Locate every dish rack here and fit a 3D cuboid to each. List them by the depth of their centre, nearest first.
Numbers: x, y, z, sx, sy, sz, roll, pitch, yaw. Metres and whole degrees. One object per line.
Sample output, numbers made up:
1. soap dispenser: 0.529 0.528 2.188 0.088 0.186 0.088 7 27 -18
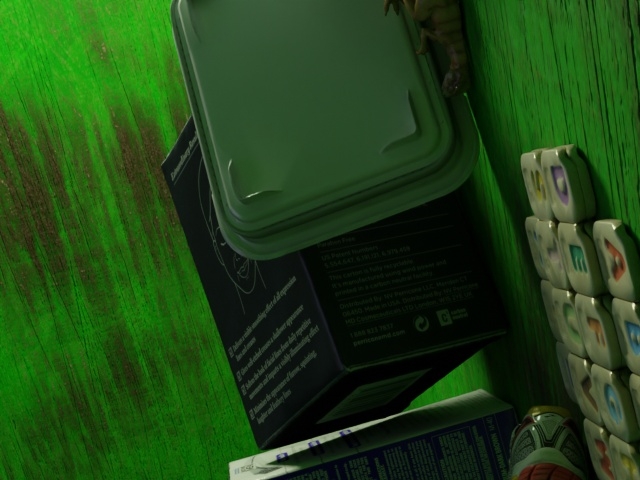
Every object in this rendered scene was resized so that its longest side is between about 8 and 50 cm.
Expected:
1. dish rack: -0.014 -0.171 1.298 0.072 0.286 0.332 33 -141 -66

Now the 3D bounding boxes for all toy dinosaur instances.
1. toy dinosaur: 0.105 -0.237 1.184 0.112 0.064 0.211 40 158 52

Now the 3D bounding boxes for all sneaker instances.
1. sneaker: 0.215 0.216 1.180 0.225 0.088 0.092 81 -164 -65

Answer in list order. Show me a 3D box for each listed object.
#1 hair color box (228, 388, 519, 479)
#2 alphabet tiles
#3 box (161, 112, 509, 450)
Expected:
1. hair color box: 0.064 0.279 1.514 0.185 0.339 0.110 169 87 -86
2. alphabet tiles: 0.209 0.066 0.995 0.278 0.021 0.284 -150 46 -84
3. box: 0.000 0.000 1.483 0.293 0.212 0.395 -49 57 57
